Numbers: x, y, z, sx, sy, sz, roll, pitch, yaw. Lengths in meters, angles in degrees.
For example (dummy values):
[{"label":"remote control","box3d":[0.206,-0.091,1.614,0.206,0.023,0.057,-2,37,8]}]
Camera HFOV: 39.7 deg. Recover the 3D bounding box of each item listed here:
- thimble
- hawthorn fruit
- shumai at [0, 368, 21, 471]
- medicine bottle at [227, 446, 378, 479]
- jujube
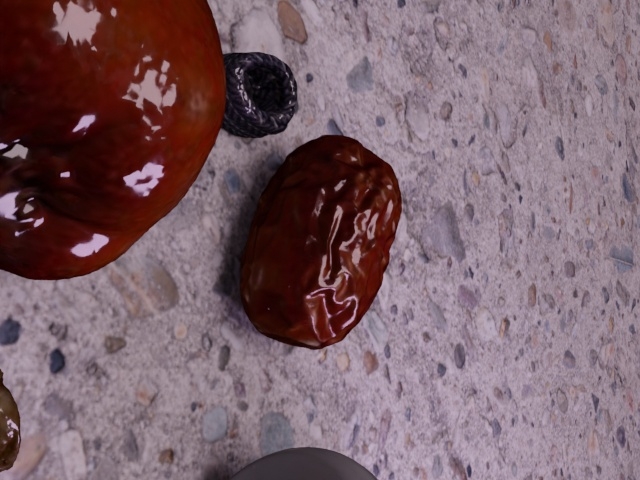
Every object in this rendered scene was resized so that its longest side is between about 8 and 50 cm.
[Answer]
[{"label":"thimble","box3d":[-0.079,-0.171,1.013,0.104,0.066,0.095,46,54,-39]},{"label":"hawthorn fruit","box3d":[-0.202,-0.123,0.672,0.311,0.295,0.295,-50,124,-39]},{"label":"shumai","box3d":[-0.289,0.133,0.668,0.105,0.123,0.139,-58,144,-24]},{"label":"medicine bottle","box3d":[0.022,0.389,0.936,0.306,0.245,0.245,52,49,-37]},{"label":"jujube","box3d":[0.000,0.000,1.024,0.174,0.174,0.251,35,70,-45]}]
